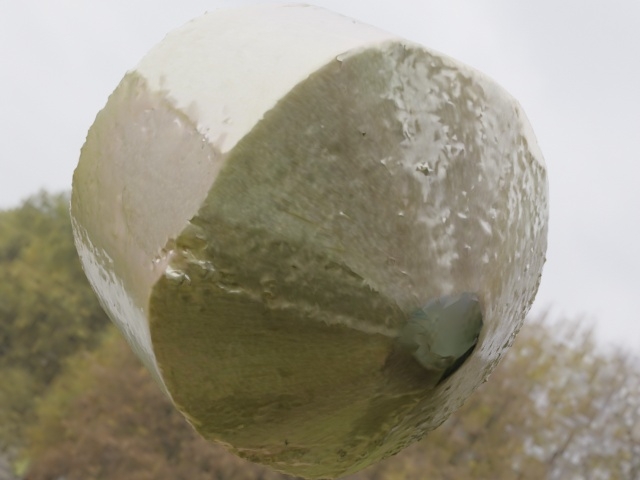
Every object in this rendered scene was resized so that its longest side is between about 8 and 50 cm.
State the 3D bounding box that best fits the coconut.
[{"bbox_3d":[0.000,0.000,0.831,0.239,0.239,0.244,42,-4,-34],"label":"coconut"}]
